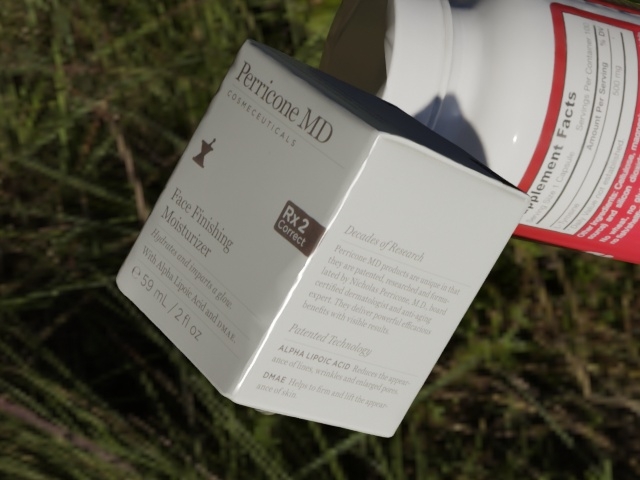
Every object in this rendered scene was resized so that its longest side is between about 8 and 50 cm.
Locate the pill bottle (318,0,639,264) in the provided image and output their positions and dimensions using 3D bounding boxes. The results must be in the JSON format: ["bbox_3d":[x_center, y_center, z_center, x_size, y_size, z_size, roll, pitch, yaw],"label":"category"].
[{"bbox_3d":[0.213,-0.108,1.428,0.407,0.229,0.229,11,70,-20],"label":"pill bottle"}]

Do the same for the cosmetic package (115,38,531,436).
[{"bbox_3d":[0.000,0.000,1.018,0.151,0.151,0.184,19,104,-44],"label":"cosmetic package"}]

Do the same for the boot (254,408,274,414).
[{"bbox_3d":[-0.095,0.072,1.796,0.208,0.076,0.190,35,62,-41],"label":"boot"}]
